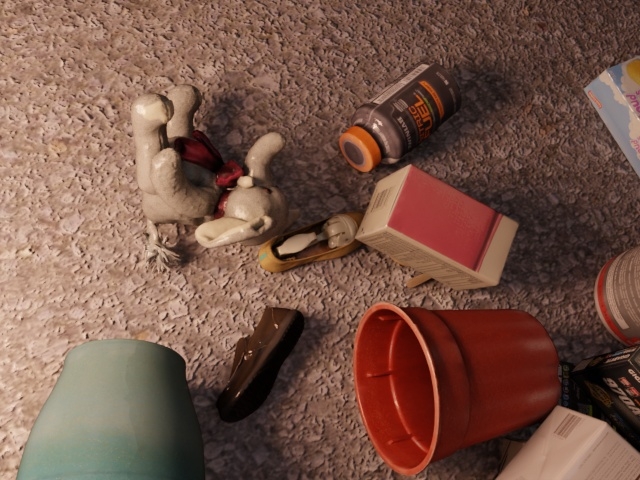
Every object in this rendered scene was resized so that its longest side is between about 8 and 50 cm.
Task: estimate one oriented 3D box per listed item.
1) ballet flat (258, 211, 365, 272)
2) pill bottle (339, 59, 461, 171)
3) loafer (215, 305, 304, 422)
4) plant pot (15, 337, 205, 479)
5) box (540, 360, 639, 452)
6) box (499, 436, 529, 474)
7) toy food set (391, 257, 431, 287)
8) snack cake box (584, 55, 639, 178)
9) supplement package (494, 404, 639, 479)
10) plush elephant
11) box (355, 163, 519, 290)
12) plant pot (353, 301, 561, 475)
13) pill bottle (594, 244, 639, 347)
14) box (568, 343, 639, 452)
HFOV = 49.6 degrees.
[{"bbox_3d":[0.000,0.000,1.259,0.232,0.073,0.080,-23,79,-20],"label":"ballet flat"},{"bbox_3d":[0.150,-0.235,1.346,0.246,0.130,0.130,-40,85,-22],"label":"pill bottle"},{"bbox_3d":[-0.111,0.204,1.171,0.078,0.080,0.220,22,65,29],"label":"loafer"},{"bbox_3d":[-0.292,0.289,0.998,0.272,0.271,0.255,5,57,-13],"label":"plant pot"},{"bbox_3d":[0.503,0.331,1.291,0.184,0.045,0.190,13,68,-12],"label":"box"},{"bbox_3d":[0.357,0.477,1.154,0.113,0.094,0.275,12,78,-6],"label":"box"},{"bbox_3d":[0.176,-0.011,1.332,0.133,0.038,0.192,-22,89,-14],"label":"toy food set"},{"bbox_3d":[0.723,-0.268,1.524,0.152,0.089,0.264,-24,79,-21],"label":"snack cake box"},{"bbox_3d":[0.440,0.417,1.030,0.293,0.177,0.175,43,83,1],"label":"supplement package"},{"bbox_3d":[-0.161,-0.092,1.155,0.256,0.272,0.329,5,99,1],"label":"plush elephant"},{"bbox_3d":[0.206,-0.017,1.238,0.232,0.149,0.126,26,75,-13],"label":"box"},{"bbox_3d":[0.232,0.224,1.154,0.265,0.272,0.272,-4,73,-24],"label":"plant pot"},{"bbox_3d":[0.685,0.073,1.250,0.210,0.363,0.210,4,71,-12],"label":"pill bottle"},{"bbox_3d":[0.567,0.289,1.203,0.051,0.175,0.220,-40,86,-23],"label":"box"}]
